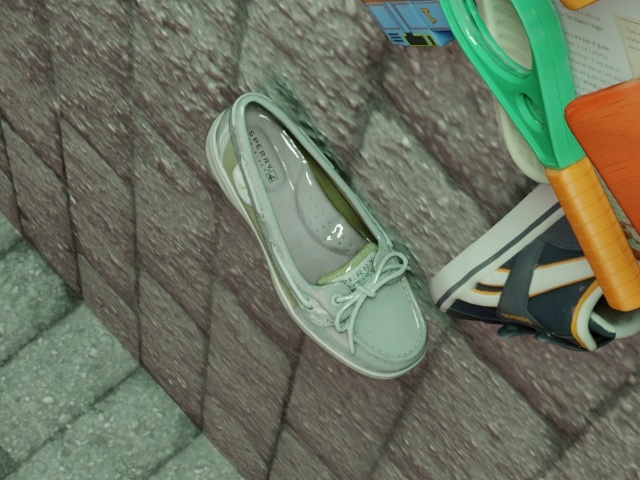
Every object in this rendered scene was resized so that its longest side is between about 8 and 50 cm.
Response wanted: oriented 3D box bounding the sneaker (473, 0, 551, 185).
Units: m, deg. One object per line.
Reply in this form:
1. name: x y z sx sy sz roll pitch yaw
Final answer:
1. sneaker: 0.132 -0.210 0.904 0.148 0.131 0.350 -87 -6 -57

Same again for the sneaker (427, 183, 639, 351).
1. sneaker: 0.182 0.027 1.192 0.127 0.126 0.321 55 159 5

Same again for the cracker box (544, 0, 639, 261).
1. cracker box: 0.178 -0.083 0.799 0.156 0.067 0.232 36 156 56

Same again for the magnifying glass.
1. magnifying glass: 0.122 -0.064 0.847 0.231 0.026 0.092 64 165 -16

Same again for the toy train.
1. toy train: 0.089 -0.189 1.088 0.105 0.080 0.184 49 161 -25

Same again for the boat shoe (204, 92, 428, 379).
1. boat shoe: 0.001 -0.002 1.558 0.320 0.118 0.103 58 165 -1

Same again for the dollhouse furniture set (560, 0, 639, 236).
1. dollhouse furniture set: 0.195 -0.045 0.580 0.262 0.135 0.259 53 148 -13
